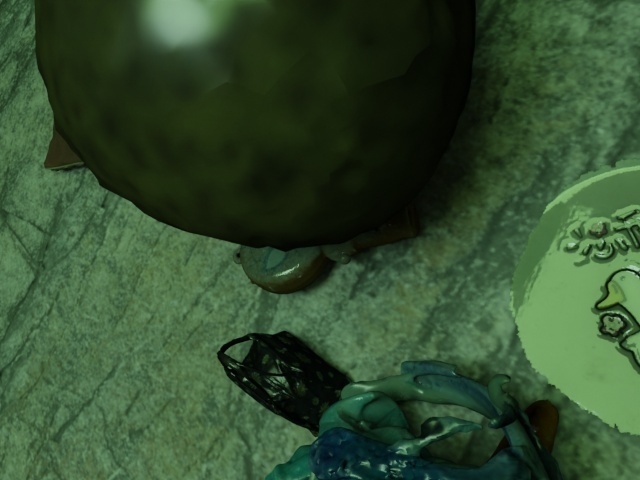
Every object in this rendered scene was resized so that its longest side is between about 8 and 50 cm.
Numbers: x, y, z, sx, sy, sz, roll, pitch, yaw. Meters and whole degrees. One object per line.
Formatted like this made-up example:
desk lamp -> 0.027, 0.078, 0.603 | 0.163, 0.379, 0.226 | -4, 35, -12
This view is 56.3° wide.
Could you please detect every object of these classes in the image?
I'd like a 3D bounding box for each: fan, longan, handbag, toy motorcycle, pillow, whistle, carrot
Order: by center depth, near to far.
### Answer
fan -> 0.293, 0.117, 0.462 | 0.233, 0.012, 0.414 | -25, 62, 25
toy motorcycle -> 0.064, 0.190, 0.482 | 0.206, 0.154, 0.260 | -46, 23, -25
carrot -> 0.161, 0.197, 0.504 | 0.048, 0.048, 0.139 | 34, 95, 34
longan -> -0.045, -0.177, 0.546 | 0.391, 0.391, 0.390 | -9, 72, 30
handbag -> -0.049, 0.131, 0.597 | 0.115, 0.139, 0.072 | 31, 86, 35
whistle -> 0.000, 0.000, 0.655 | 0.220, 0.057, 0.107 | -14, 56, 24
pillow -> -0.385, -0.223, 0.960 | 0.126, 0.043, 0.232 | -10, 73, 29
